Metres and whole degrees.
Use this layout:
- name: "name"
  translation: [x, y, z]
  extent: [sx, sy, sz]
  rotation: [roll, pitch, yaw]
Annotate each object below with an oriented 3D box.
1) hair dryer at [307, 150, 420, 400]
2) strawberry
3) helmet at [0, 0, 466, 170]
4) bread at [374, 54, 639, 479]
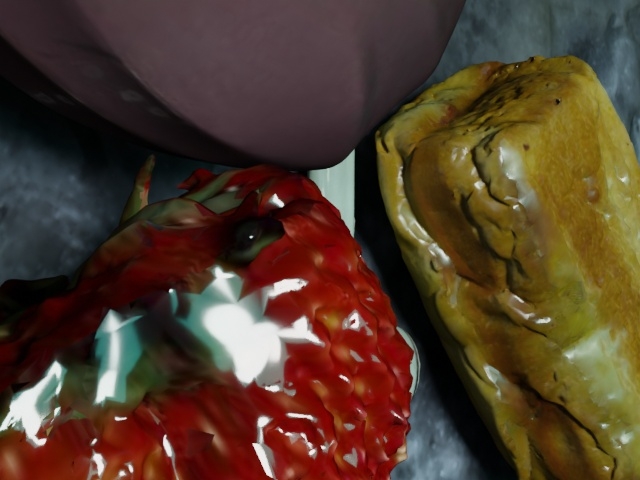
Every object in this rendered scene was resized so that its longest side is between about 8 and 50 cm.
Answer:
- name: "hair dryer"
  translation: [0.000, 0.000, 0.627]
  extent: [0.131, 0.073, 0.236]
  rotation: [16, 72, -38]
- name: "strawberry"
  translation: [-0.067, 0.110, 0.435]
  extent: [0.261, 0.261, 0.257]
  rotation: [-41, 102, -37]
- name: "helmet"
  translation: [-0.081, -0.147, 0.462]
  extent: [0.338, 0.271, 0.197]
  rotation: [16, 96, -36]
- name: "bread"
  translation: [0.167, 0.037, 0.715]
  extent: [0.195, 0.149, 0.343]
  rotation: [-40, 112, -37]
